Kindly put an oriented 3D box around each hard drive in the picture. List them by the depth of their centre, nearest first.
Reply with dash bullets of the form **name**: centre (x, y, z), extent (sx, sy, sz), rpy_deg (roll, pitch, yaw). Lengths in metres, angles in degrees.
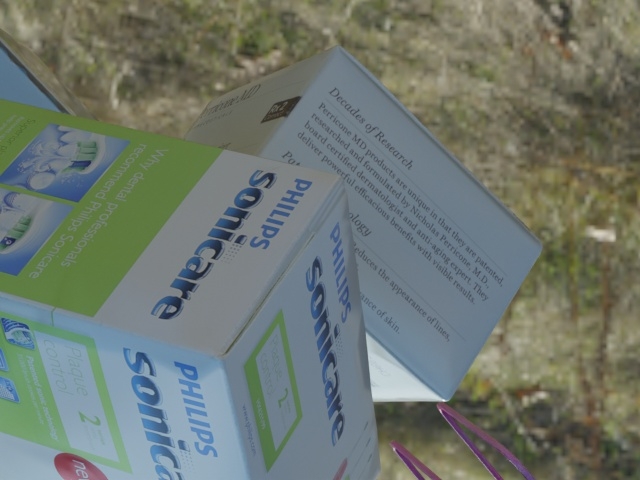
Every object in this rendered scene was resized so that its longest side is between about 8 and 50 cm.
- **hard drive**: centre (-0.196, -0.084, 1.124), extent (0.203, 0.040, 0.307), rpy_deg (47, 179, -3)

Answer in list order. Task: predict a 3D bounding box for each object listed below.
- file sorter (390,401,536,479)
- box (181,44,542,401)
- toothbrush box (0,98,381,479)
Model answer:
- **file sorter**: centre (0.099, 0.331, 1.443), extent (0.182, 0.290, 0.202), rpy_deg (50, 172, -22)
- **box**: centre (0.000, 0.000, 0.870), extent (0.182, 0.119, 0.181), rpy_deg (43, 156, -18)
- **toothbrush box**: centre (-0.127, 0.051, 0.693), extent (0.283, 0.122, 0.206), rpy_deg (13, 136, 21)
